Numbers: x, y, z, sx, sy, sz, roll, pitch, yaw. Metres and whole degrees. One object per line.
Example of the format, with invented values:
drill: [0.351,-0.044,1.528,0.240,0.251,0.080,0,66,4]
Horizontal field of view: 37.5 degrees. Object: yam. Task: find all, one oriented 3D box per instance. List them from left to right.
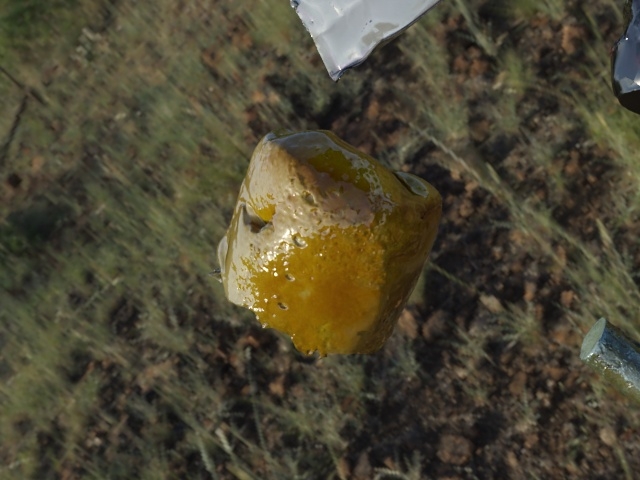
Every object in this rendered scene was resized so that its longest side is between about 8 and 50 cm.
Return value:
yam: [0.443,0.185,1.306,0.078,0.179,0.078,-47,-13,-14]

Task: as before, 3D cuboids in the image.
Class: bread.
bread: [0.000,0.000,1.596,0.394,0.361,0.250,111,-174,-46]

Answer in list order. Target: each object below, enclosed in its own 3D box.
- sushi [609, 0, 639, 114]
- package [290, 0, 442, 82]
sushi: [0.332,-0.153,0.695,0.225,0.136,0.126,9,81,21]
package: [0.114,-0.390,1.294,0.311,0.165,0.221,-30,13,33]
